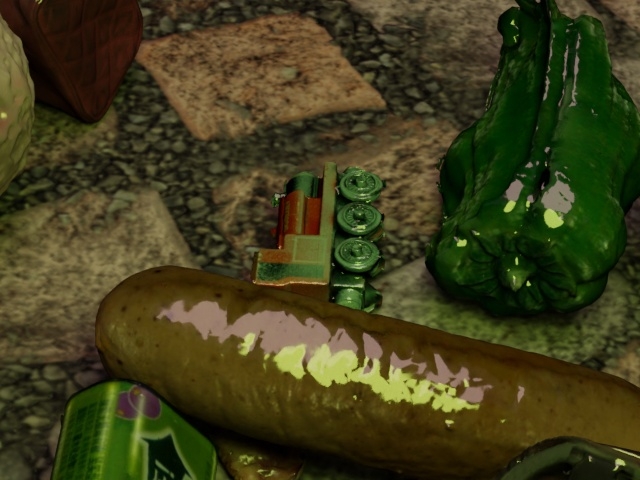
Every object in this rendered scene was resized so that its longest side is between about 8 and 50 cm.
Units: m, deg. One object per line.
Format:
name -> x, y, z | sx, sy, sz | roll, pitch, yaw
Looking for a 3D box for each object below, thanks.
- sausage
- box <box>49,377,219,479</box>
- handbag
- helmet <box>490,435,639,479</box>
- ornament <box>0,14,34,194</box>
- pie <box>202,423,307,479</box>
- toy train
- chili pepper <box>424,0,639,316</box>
sausage -> 0.063, 0.124, 1.541 | 0.501, 0.123, 0.136 | 13, -1, -2
box -> -0.152, 0.265, 1.396 | 0.097, 0.134, 0.345 | -28, 36, 27
handbag -> -0.264, -0.223, 1.835 | 0.135, 0.225, 0.146 | 22, 68, 21
helmet -> 0.238, 0.296, 1.329 | 0.197, 0.271, 0.338 | 13, 29, -41
ornament -> -0.376, -0.126, 1.700 | 0.259, 0.259, 0.225 | 24, 51, 18
pie -> -0.064, 0.151, 1.592 | 0.092, 0.034, 0.170 | -27, 51, -25
toy train -> 0.000, 0.000, 1.736 | 0.118, 0.074, 0.176 | 2, 45, 1
chili pepper -> 0.212, -0.085, 1.762 | 0.167, 0.213, 0.385 | 29, 44, -15
